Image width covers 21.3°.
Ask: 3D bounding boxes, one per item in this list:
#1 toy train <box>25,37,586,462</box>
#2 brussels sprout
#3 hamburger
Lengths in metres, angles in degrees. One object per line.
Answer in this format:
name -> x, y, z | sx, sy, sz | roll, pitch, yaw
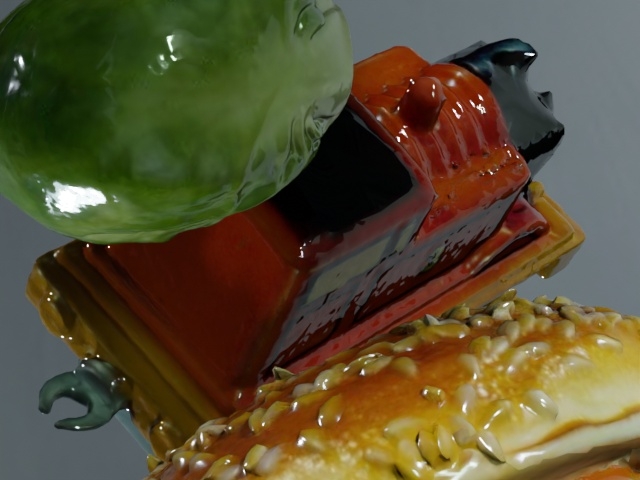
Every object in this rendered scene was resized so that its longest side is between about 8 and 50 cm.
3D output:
toy train -> 0.000, 0.000, 0.950 | 0.163, 0.369, 0.231 | 47, 140, 17
brussels sprout -> -0.066, -0.058, 0.686 | 0.155, 0.155, 0.117 | 8, 103, 43
hamburger -> 0.049, 0.152, 0.652 | 0.291, 0.291, 0.225 | -42, 64, 37
